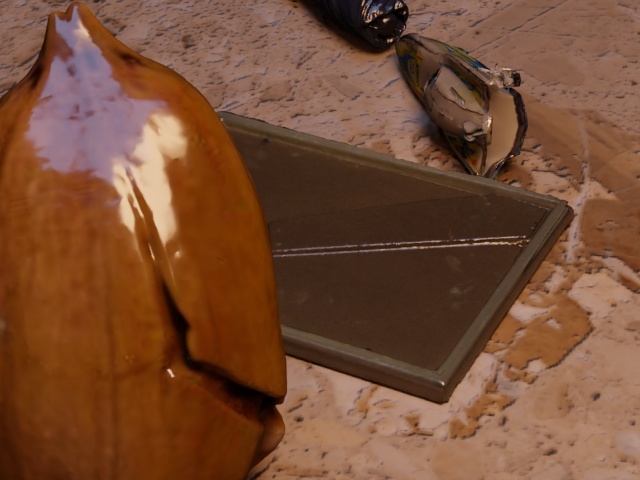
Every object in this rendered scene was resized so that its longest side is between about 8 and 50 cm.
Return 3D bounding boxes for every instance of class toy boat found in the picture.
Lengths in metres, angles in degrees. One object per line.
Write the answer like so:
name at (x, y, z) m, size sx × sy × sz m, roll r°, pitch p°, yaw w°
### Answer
toy boat at (0.104, -0.121, 1.525) m, size 0.066 × 0.084 × 0.210 m, roll -12°, pitch 28°, yaw -18°

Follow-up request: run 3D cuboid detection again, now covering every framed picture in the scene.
framed picture at (0.000, 0.000, 1.412) m, size 0.315 × 0.024 × 0.232 m, roll 15°, pitch 42°, yaw 25°

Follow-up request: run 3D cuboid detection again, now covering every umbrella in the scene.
umbrella at (-0.001, -0.242, 1.696) m, size 0.071 × 0.071 × 0.248 m, roll -20°, pitch 36°, yaw -20°

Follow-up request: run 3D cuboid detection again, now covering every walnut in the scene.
walnut at (-0.123, 0.024, 1.151) m, size 0.209 × 0.336 × 0.209 m, roll -7°, pitch 14°, yaw 2°
